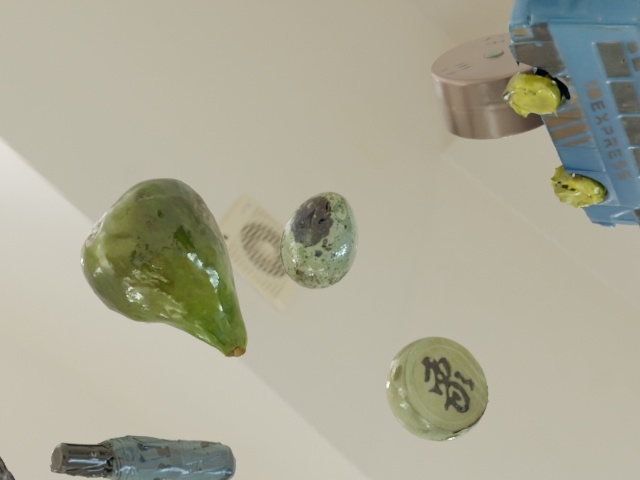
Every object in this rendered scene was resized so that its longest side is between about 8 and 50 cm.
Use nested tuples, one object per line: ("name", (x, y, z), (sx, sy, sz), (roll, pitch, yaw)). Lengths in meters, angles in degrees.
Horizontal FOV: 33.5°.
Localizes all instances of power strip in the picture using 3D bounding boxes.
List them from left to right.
("power strip", (0.208, -0.181, 1.227), (0.154, 0.154, 0.078), (-58, -42, -54))

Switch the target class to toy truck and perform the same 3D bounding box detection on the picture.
("toy truck", (0.303, -0.151, 1.078), (0.385, 0.162, 0.161), (50, -128, -51))

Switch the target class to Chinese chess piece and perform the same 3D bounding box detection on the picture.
("Chinese chess piece", (0.158, 0.200, 1.439), (0.144, 0.058, 0.144), (13, -121, -22))

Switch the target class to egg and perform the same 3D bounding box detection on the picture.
("egg", (0.000, 0.000, 1.161), (0.085, 0.110, 0.085), (18, -163, -6))

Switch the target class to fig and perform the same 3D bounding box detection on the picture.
("fig", (-0.195, 0.052, 1.498), (0.275, 0.206, 0.206), (43, -145, 0))

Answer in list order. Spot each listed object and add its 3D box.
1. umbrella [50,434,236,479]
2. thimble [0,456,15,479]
("umbrella", (-0.197, 0.253, 1.228), (0.250, 0.052, 0.053), (16, -92, -45))
("thimble", (-0.300, 0.206, 0.848), (0.104, 0.066, 0.095), (46, -149, -4))
